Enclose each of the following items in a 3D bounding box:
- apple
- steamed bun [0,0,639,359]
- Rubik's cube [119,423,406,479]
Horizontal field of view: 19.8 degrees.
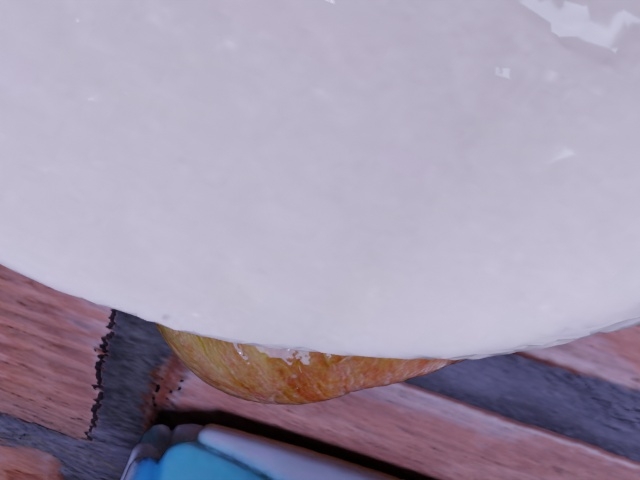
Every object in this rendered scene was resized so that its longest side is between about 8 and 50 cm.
[{"bbox_3d":[0.002,-0.001,0.603,0.126,0.102,0.126,-15,179,0],"label":"apple"},{"bbox_3d":[0.008,-0.113,0.394,0.283,0.177,0.283,9,139,7],"label":"steamed bun"},{"bbox_3d":[-0.012,0.347,1.114,0.347,0.351,0.352,18,156,-1],"label":"Rubik's cube"}]
